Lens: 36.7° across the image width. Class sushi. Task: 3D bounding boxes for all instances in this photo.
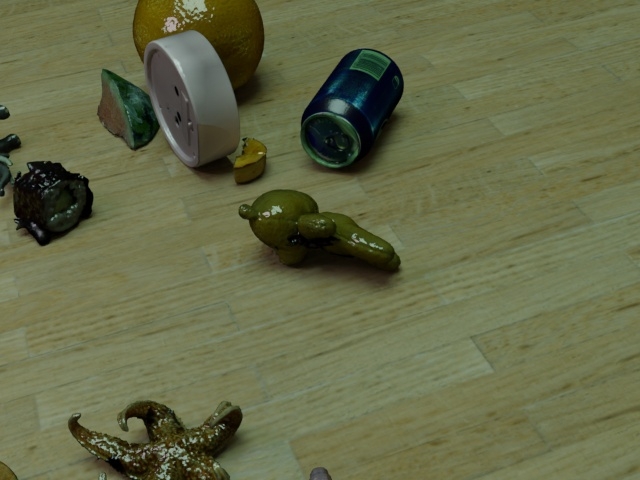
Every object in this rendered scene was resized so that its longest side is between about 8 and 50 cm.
[{"bbox_3d":[-0.385,-0.058,1.378,0.084,0.098,0.094,27,30,30],"label":"sushi"}]

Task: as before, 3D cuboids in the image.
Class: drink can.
[{"bbox_3d":[0.048,-0.203,1.474,0.118,0.118,0.205,10,40,20],"label":"drink can"}]

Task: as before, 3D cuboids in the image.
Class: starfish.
[{"bbox_3d":[-0.173,0.219,0.991,0.189,0.074,0.146,1,37,9],"label":"starfish"}]

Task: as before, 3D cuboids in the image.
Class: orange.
[{"bbox_3d":[-0.204,-0.349,1.618,0.236,0.236,0.236,-4,38,3],"label":"orange"}]

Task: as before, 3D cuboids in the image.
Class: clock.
[{"bbox_3d":[-0.195,-0.213,1.451,0.068,0.197,0.197,-23,41,-22],"label":"clock"}]

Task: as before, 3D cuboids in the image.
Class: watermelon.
[{"bbox_3d":[-0.308,-0.206,1.586,0.101,0.080,0.155,15,22,-35],"label":"watermelon"}]

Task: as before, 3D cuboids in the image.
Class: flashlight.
[{"bbox_3d":[0.008,0.267,0.943,0.031,0.052,0.110,24,25,-21],"label":"flashlight"}]

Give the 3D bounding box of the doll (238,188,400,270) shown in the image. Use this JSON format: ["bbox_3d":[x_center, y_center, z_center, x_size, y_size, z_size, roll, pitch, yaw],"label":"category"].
[{"bbox_3d":[0.000,0.000,1.248,0.209,0.097,0.137,23,7,22],"label":"doll"}]

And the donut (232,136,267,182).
[{"bbox_3d":[-0.111,-0.120,1.453,0.067,0.038,0.083,-22,36,-16],"label":"donut"}]

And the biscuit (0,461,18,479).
[{"bbox_3d":[-0.404,0.279,0.977,0.225,0.036,0.166,-6,38,-5],"label":"biscuit"}]

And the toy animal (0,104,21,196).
[{"bbox_3d":[-0.539,-0.150,1.515,0.269,0.082,0.137,24,49,27],"label":"toy animal"}]
